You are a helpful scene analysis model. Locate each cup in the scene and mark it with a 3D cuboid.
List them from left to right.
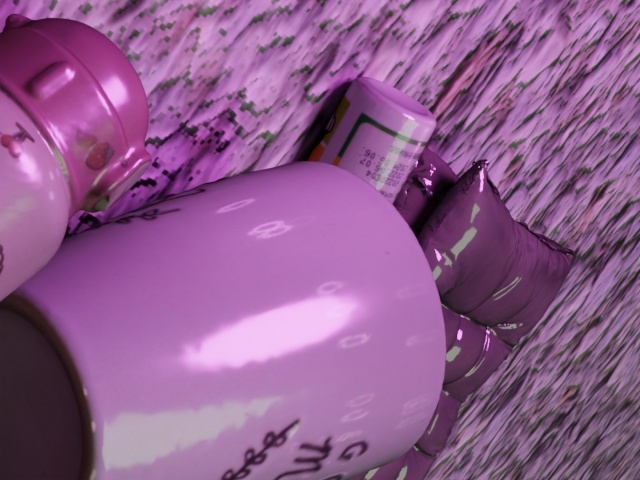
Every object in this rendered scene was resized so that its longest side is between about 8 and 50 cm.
[{"bbox_3d":[-0.095,0.084,1.081,0.234,0.186,0.258,-16,163,-42],"label":"cup"}]

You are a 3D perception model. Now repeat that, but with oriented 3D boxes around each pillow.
[{"bbox_3d":[0.045,0.098,1.406,0.326,0.101,0.228,-56,152,-1],"label":"pillow"}]

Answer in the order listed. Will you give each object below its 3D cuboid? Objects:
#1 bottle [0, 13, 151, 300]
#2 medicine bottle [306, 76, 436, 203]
[{"bbox_3d":[-0.177,-0.013,0.856,0.233,0.110,0.110,-40,151,-28],"label":"bottle"},{"bbox_3d":[0.000,0.000,1.251,0.220,0.061,0.092,-61,174,14],"label":"medicine bottle"}]
